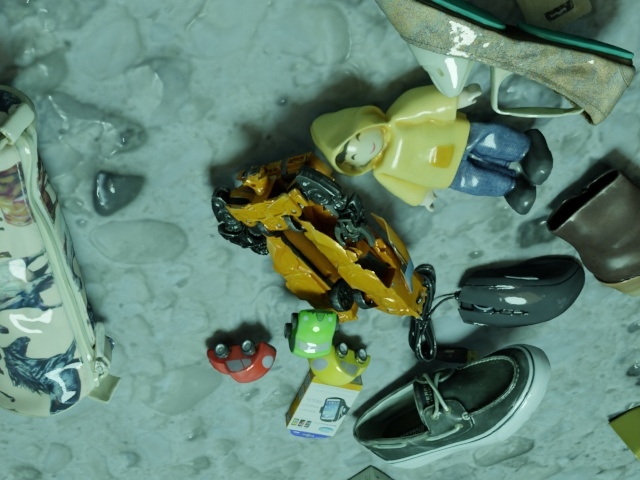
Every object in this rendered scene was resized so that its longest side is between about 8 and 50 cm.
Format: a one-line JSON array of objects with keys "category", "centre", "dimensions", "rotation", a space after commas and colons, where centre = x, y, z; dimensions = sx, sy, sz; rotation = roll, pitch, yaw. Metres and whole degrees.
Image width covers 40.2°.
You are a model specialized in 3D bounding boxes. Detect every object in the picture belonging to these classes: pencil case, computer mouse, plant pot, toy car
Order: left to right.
[{"category": "pencil case", "centre": [-0.358, 0.022, 1.022], "dimensions": [0.184, 0.160, 0.410], "rotation": [2, 129, 11]}, {"category": "toy car", "centre": [-0.027, 0.151, 1.183], "dimensions": [0.239, 0.053, 0.225], "rotation": [4, 155, -12]}, {"category": "computer mouse", "centre": [0.251, 0.116, 1.253], "dimensions": [0.262, 0.060, 0.184], "rotation": [-4, 127, -5]}, {"category": "plant pot", "centre": [0.546, 0.321, 1.446], "dimensions": [0.083, 0.081, 0.081], "rotation": [-42, 123, 8]}]

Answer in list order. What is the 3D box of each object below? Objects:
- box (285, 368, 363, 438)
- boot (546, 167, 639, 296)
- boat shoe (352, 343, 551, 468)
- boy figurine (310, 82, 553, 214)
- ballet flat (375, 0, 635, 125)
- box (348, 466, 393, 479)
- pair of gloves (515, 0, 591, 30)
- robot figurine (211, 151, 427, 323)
[{"category": "box", "centre": [0.002, 0.253, 1.341], "dimensions": [0.081, 0.028, 0.136], "rotation": [14, 126, -19]}, {"category": "boot", "centre": [0.449, -0.032, 1.148], "dimensions": [0.248, 0.090, 0.207], "rotation": [-38, 126, 24]}, {"category": "boat shoe", "centre": [0.181, 0.247, 1.277], "dimensions": [0.119, 0.121, 0.335], "rotation": [24, 131, -33]}, {"category": "boy figurine", "centre": [0.131, -0.113, 1.040], "dimensions": [0.285, 0.092, 0.177], "rotation": [10, 128, -20]}, {"category": "ballet flat", "centre": [0.186, -0.196, 0.948], "dimensions": [0.316, 0.107, 0.106], "rotation": [17, 112, -6]}, {"category": "box", "centre": [0.020, 0.510, 1.490], "dimensions": [0.275, 0.113, 0.094], "rotation": [-37, 125, 21]}, {"category": "pair of gloves", "centre": [0.283, -0.346, 0.914], "dimensions": [0.240, 0.042, 0.204], "rotation": [-32, 130, 22]}, {"category": "robot figurine", "centre": [0.000, 0.000, 1.086], "dimensions": [0.211, 0.085, 0.291], "rotation": [-11, 134, 37]}]
